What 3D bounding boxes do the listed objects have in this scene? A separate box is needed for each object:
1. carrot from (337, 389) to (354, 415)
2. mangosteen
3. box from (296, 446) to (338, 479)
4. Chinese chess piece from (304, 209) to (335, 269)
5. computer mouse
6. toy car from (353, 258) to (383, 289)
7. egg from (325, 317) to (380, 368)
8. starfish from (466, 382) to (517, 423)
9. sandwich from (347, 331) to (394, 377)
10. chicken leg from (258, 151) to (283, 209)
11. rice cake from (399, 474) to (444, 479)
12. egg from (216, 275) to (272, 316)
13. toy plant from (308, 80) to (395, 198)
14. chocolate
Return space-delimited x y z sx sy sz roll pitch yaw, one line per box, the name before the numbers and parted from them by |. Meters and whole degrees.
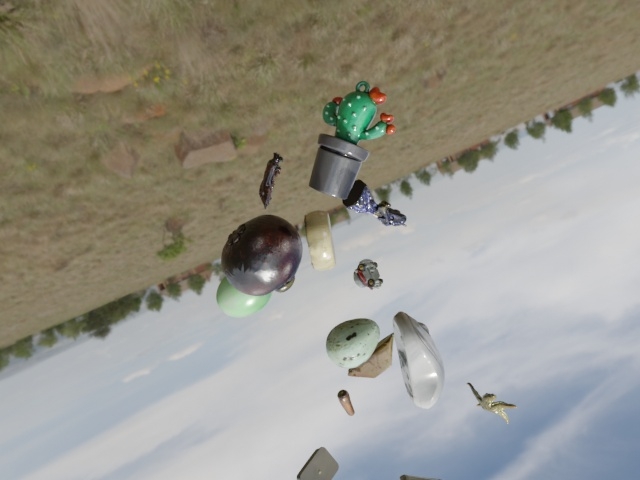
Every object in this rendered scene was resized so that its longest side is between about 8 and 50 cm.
carrot | 0.118 0.739 2.351 0.055 0.162 0.055 -12 -143 10
mangosteen | -0.195 0.064 1.808 0.297 0.293 0.297 -31 -168 7
box | -0.009 0.681 1.520 0.126 0.091 0.031 -44 -173 -40
Chinese chess piece | 0.000 0.000 2.197 0.104 0.257 0.257 -10 -178 4
computer mouse | 0.296 0.347 1.516 0.121 0.297 0.184 -11 -167 0
toy car | 0.200 0.164 2.297 0.112 0.139 0.112 -4 154 -48
egg | 0.091 0.280 1.447 0.164 0.131 0.131 -43 -176 -8
starfish | 0.597 0.572 1.788 0.053 0.176 0.208 -50 -174 -16
sandwich | 0.231 0.490 2.145 0.258 0.096 0.094 -40 -173 14
chicken leg | -0.208 -0.248 2.128 0.063 0.234 0.105 15 -170 -13
rice cake | 0.408 0.958 2.046 0.206 0.036 0.047 15 -177 -19
egg | -0.337 0.226 2.296 0.269 0.220 0.220 -38 180 6
toy plant | 0.085 -0.355 1.782 0.185 0.400 0.279 13 -167 -33
chocolate | 0.248 -0.123 2.161 0.343 0.126 0.148 29 150 -32
